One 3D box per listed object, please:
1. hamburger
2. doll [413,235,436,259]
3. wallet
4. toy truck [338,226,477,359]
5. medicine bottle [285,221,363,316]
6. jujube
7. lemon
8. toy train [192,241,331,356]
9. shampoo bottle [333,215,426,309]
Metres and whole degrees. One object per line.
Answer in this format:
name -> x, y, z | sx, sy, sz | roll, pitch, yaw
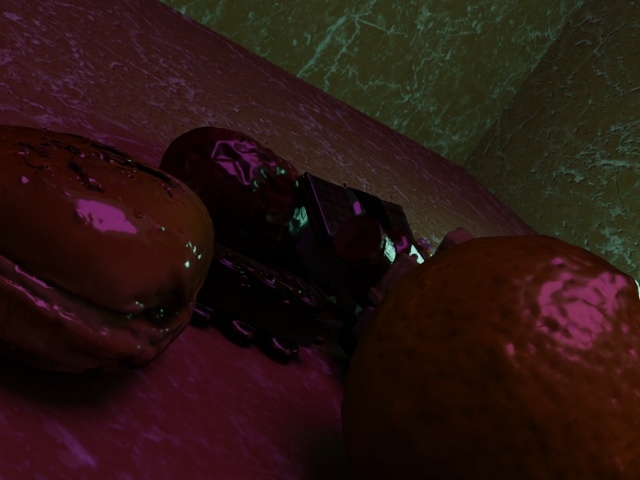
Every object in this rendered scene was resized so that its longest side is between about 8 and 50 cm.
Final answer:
hamburger -> -0.247, -0.006, 0.858 | 0.284, 0.174, 0.304 | 23, 8, -1
doll -> 0.189, 0.042, 1.820 | 0.145, 0.096, 0.188 | 50, 9, 22
wallet -> 0.064, -0.024, 1.362 | 0.230, 0.042, 0.124 | 14, 49, -44
toy truck -> 0.221, 0.139, 1.289 | 0.405, 0.254, 0.180 | 24, 14, -47
medicine bottle -> 0.000, 0.000, 1.484 | 0.296, 0.111, 0.161 | 46, 10, 31
jujube -> -0.121, -0.065, 1.329 | 0.174, 0.174, 0.250 | 46, 7, 34
lemon -> 0.191, 0.176, 0.934 | 0.350, 0.350, 0.387 | 38, 55, 11
toy train -> -0.092, 0.062, 1.141 | 0.225, 0.090, 0.137 | 28, 9, -28
shampoo bottle -> 0.110, 0.067, 1.329 | 0.076, 0.118, 0.314 | 44, -2, 37
